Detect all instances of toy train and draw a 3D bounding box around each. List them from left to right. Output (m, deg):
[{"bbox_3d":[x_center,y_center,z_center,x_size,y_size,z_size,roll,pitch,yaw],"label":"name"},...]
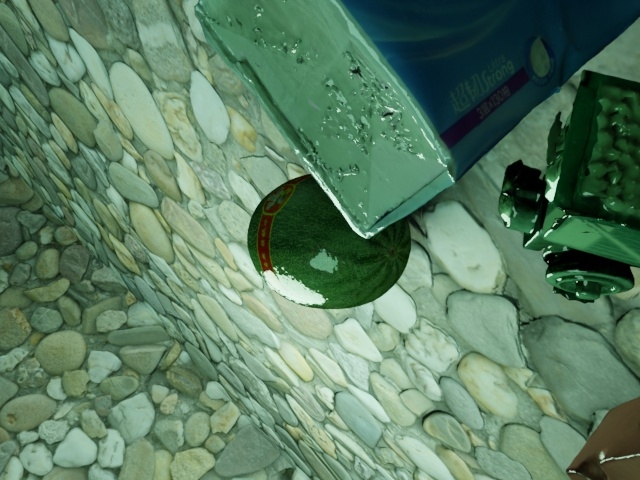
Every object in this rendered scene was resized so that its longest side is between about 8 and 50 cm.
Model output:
[{"bbox_3d":[0.261,-0.007,0.436,0.269,0.115,0.154,16,166,5],"label":"toy train"}]

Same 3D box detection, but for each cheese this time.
[{"bbox_3d":[0.350,0.229,0.661,0.177,0.128,0.203,-3,123,57],"label":"cheese"}]

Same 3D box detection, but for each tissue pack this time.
[{"bbox_3d":[0.081,-0.162,0.442,0.198,0.263,0.146,52,153,-3],"label":"tissue pack"}]

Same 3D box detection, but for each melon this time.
[{"bbox_3d":[0.000,0.000,0.860,0.287,0.182,0.182,-2,122,59],"label":"melon"}]
